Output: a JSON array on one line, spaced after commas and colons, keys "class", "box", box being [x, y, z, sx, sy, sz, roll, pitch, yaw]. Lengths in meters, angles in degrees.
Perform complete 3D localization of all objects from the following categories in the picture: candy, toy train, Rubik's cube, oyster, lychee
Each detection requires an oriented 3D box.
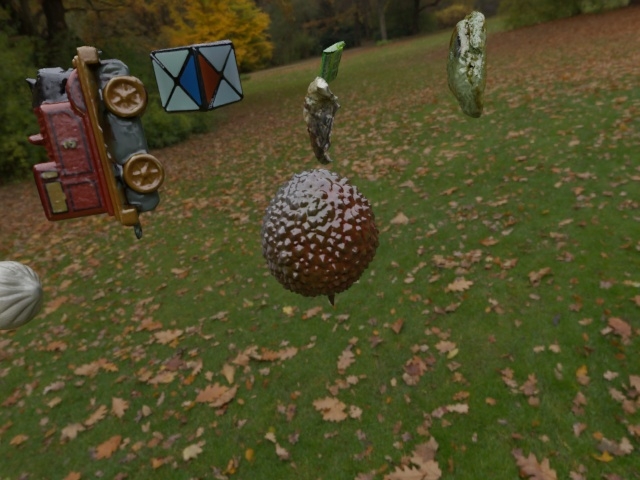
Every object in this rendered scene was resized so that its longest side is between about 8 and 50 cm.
[{"class": "candy", "box": [0.031, -0.618, 1.641, 0.032, 0.178, 0.102, 44, 61, 15]}, {"class": "toy train", "box": [-0.432, -0.173, 0.893, 0.231, 0.369, 0.163, -14, 13, -20]}, {"class": "Rubik's cube", "box": [-0.490, -0.656, 1.852, 0.246, 0.250, 0.248, 6, 26, 28]}, {"class": "oyster", "box": [0.000, -0.373, 1.472, 0.100, 0.271, 0.275, -14, 16, -8]}, {"class": "lychee", "box": [0.000, 0.000, 0.622, 0.165, 0.197, 0.165, -14, 34, 10]}]

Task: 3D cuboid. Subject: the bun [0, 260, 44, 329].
[{"class": "bun", "box": [-0.591, 0.103, 0.899, 0.094, 0.138, 0.138, -12, 22, 9]}]

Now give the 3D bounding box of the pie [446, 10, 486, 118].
[{"class": "pie", "box": [0.341, -0.413, 1.074, 0.090, 0.201, 0.248, 0, 52, 13]}]
